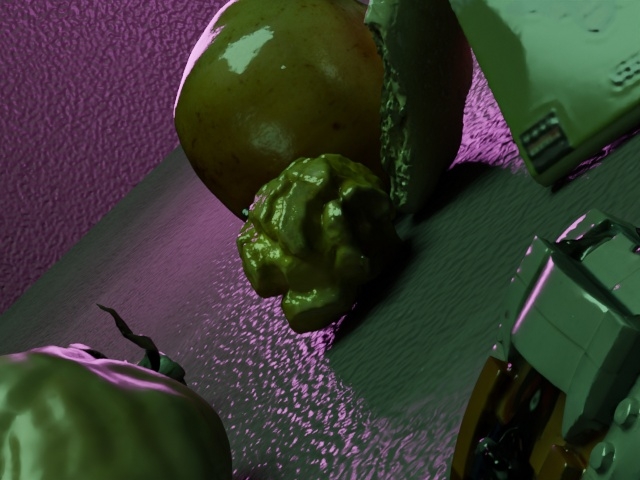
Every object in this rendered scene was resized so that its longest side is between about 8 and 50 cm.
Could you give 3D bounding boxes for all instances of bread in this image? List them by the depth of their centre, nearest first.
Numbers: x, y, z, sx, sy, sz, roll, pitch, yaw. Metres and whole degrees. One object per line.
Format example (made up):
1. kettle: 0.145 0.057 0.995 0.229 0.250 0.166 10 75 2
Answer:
1. bread: 0.099 -0.156 1.498 0.039 0.250 0.182 13 43 25

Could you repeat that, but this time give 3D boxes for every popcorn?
1. popcorn: 0.000 0.000 1.446 0.152 0.148 0.167 11 68 33

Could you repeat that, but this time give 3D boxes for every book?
1. book: 0.205 -0.248 1.325 0.239 0.035 0.352 -36 56 26

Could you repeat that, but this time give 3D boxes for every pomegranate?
1. pomegranate: -0.012 -0.135 1.632 0.264 0.264 0.264 -42 13 12

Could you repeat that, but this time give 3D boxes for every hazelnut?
1. hazelnut: -0.183 0.208 1.238 0.261 0.261 0.241 -114 38 -76

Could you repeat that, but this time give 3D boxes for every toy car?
1. toy car: 0.087 0.138 0.664 0.301 0.118 0.193 -60 17 12

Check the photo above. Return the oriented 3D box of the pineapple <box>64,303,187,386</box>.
1. pineapple: -0.245 0.191 1.500 0.272 0.262 0.262 -32 4 -33
